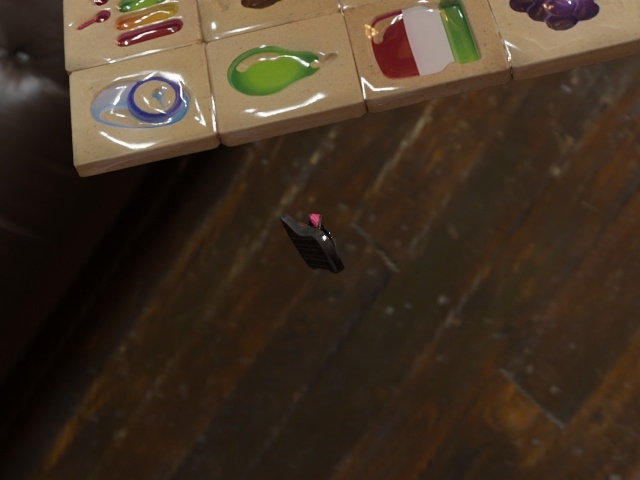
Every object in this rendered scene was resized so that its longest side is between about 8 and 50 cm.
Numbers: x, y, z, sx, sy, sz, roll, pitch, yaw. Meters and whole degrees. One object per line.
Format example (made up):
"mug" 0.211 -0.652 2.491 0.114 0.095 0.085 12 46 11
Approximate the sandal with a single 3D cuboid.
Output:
"sandal" 0.000 0.000 1.750 0.040 0.067 0.179 -35 17 -10

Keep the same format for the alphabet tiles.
"alphabet tiles" 0.014 -0.123 0.497 0.198 0.009 0.237 -13 46 1
